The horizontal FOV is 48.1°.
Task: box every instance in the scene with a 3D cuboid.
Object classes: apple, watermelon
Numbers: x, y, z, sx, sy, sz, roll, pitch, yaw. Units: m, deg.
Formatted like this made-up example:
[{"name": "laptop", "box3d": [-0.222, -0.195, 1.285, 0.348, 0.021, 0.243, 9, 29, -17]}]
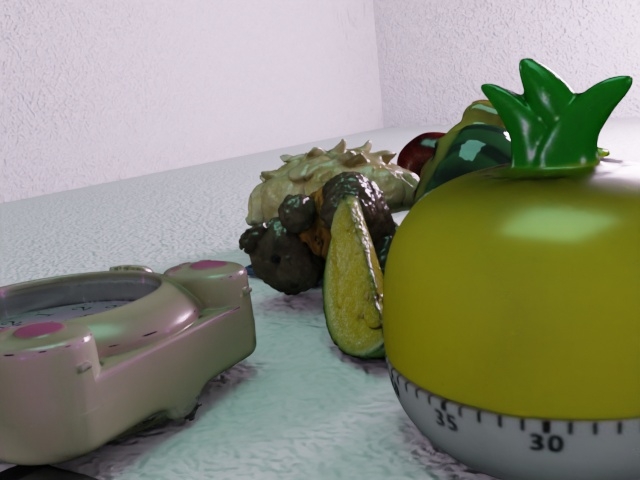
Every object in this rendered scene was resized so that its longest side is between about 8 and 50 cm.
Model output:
[{"name": "apple", "box3d": [0.247, -0.157, 1.494, 0.156, 0.147, 0.158, -24, 1, 33]}, {"name": "watermelon", "box3d": [0.054, 0.053, 0.731, 0.075, 0.092, 0.182, 9, 45, -25]}]

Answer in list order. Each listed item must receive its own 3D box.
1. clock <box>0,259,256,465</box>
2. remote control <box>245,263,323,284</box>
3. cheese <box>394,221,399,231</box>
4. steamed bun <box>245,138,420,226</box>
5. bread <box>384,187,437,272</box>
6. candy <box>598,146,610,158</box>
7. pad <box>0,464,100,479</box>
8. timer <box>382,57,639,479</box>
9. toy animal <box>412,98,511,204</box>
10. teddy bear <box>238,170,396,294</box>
[{"name": "clock", "box3d": [-0.245, 0.096, 0.659, 0.309, 0.114, 0.284, -1, 13, 29]}, {"name": "remote control", "box3d": [-0.045, 0.044, 1.005, 0.043, 0.027, 0.152, -25, 20, -39]}, {"name": "cheese", "box3d": [0.086, 0.004, 1.054, 0.127, 0.050, 0.235, -10, 12, -21]}, {"name": "steamed bun", "box3d": [0.022, -0.092, 1.164, 0.292, 0.137, 0.295, -5, -5, 9]}, {"name": "bread", "box3d": [0.218, -0.001, 0.802, 0.286, 0.056, 0.207, 1, 46, 10]}, {"name": "candy", "box3d": [0.516, -0.182, 1.635, 0.246, 0.069, 0.149, -6, 17, -22]}, {"name": "pad", "box3d": [-0.218, 0.197, 0.418, 0.174, 0.022, 0.233, 2, 14, 35]}, {"name": "timer", "box3d": [0.169, 0.006, 0.512, 0.284, 0.285, 0.285, -6, 13, 1]}, {"name": "toy animal", "box3d": [0.254, -0.090, 1.080, 0.191, 0.216, 0.338, 24, 23, 10]}, {"name": "teddy bear", "box3d": [0.000, 0.000, 0.877, 0.190, 0.177, 0.140, -24, 40, 17]}]
